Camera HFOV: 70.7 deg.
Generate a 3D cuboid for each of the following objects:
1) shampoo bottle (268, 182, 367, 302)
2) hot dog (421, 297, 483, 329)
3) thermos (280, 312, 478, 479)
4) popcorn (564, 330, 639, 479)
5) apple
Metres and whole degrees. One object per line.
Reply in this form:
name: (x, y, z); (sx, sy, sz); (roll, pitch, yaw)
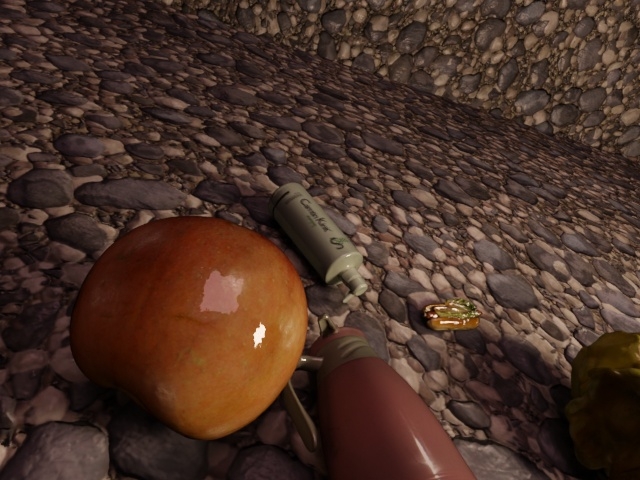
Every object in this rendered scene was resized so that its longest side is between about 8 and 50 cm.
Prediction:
shampoo bottle: (0.000, 0.000, 0.835); (0.085, 0.085, 0.262); (-11, 47, -38)
hot dog: (0.243, 0.135, 0.828); (0.133, 0.041, 0.056); (5, 40, -24)
thermos: (0.050, 0.217, 0.535); (0.177, 0.145, 0.265); (12, 27, -29)
popcorn: (0.494, 0.262, 0.652); (0.258, 0.223, 0.270); (16, 41, 19)
apple: (-0.144, 0.096, 0.507); (0.254, 0.253, 0.253); (15, 36, -11)
